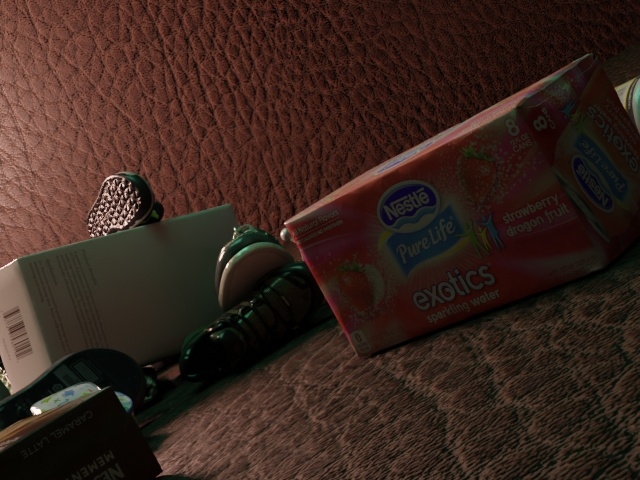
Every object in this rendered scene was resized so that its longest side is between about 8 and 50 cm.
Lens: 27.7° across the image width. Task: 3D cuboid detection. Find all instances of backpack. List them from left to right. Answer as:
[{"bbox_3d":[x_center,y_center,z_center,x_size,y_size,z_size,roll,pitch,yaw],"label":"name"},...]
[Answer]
[{"bbox_3d":[-0.264,0.210,1.460,0.114,0.084,0.105,-22,20,-23],"label":"backpack"}]

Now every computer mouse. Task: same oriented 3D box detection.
[{"bbox_3d":[-0.333,0.223,1.566,0.272,0.188,0.072,-28,-31,-34],"label":"computer mouse"}]

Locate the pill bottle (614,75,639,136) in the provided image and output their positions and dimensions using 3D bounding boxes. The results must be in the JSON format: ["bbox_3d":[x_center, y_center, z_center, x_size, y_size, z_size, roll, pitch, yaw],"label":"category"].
[{"bbox_3d":[0.286,-0.093,1.287,0.103,0.103,0.184,-32,4,-37],"label":"pill bottle"}]

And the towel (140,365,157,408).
[{"bbox_3d":[-0.382,0.269,1.870,0.324,0.056,0.312,-31,4,-7],"label":"towel"}]

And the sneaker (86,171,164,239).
[{"bbox_3d":[-0.278,-0.052,1.943,0.097,0.084,0.235,-15,-7,-28],"label":"sneaker"}]

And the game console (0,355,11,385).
[{"bbox_3d":[-0.448,0.154,2.063,0.144,0.124,0.085,-22,2,-22],"label":"game console"}]

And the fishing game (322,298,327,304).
[{"bbox_3d":[0.041,0.042,1.852,0.189,0.041,0.264,-30,3,36],"label":"fishing game"}]

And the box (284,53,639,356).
[{"bbox_3d":[0.133,-0.025,1.148,0.300,0.154,0.142,-24,6,45],"label":"box"}]

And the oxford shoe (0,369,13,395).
[{"bbox_3d":[-0.483,0.267,2.082,0.169,0.130,0.449,19,38,42],"label":"oxford shoe"}]

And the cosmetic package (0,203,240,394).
[{"bbox_3d":[-0.275,0.088,1.873,0.366,0.197,0.155,-14,-6,-39],"label":"cosmetic package"}]

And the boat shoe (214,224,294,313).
[{"bbox_3d":[-0.100,0.036,1.758,0.116,0.099,0.319,-36,-14,-2],"label":"boat shoe"}]

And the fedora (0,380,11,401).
[{"bbox_3d":[-0.497,0.270,1.650,0.275,0.243,0.124,-7,-22,6],"label":"fedora"}]

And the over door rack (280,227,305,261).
[{"bbox_3d":[0.000,0.000,2.214,0.324,0.108,0.239,-26,4,44],"label":"over door rack"}]

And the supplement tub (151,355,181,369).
[{"bbox_3d":[-0.223,0.124,2.151,0.190,0.117,0.117,-28,4,10],"label":"supplement tub"}]

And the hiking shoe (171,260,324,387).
[{"bbox_3d":[-0.084,0.114,1.617,0.227,0.086,0.114,-38,10,14],"label":"hiking shoe"}]

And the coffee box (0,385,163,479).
[{"bbox_3d":[-0.278,0.230,1.249,0.141,0.098,0.246,-32,4,-34],"label":"coffee box"}]
